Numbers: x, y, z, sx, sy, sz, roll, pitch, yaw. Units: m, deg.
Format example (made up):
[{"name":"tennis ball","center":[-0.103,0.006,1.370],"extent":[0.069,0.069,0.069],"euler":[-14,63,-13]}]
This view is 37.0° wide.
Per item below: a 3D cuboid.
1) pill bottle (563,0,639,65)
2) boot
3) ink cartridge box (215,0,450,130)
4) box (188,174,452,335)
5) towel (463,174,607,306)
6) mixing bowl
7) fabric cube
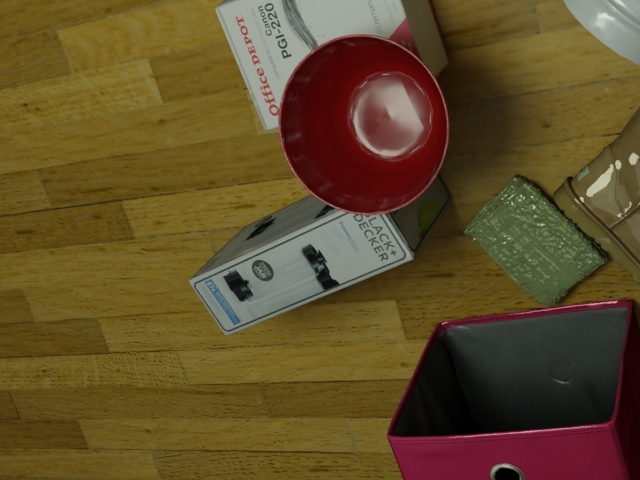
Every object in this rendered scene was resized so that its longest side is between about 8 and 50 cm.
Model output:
[{"name":"pill bottle","center":[0.359,-0.312,0.829],"extent":[0.181,0.181,0.323],"euler":[38,125,2]},{"name":"boot","center":[0.412,-0.068,0.993],"extent":[0.236,0.089,0.269],"euler":[38,121,-6]},{"name":"ink cartridge box","center":[0.013,-0.231,1.080],"extent":[0.218,0.092,0.158],"euler":[-11,111,30]},{"name":"box","center":[0.000,0.000,1.162],"extent":[0.290,0.169,0.087],"euler":[-25,104,31]},{"name":"towel","center":[0.255,0.002,1.135],"extent":[0.148,0.027,0.110],"euler":[42,124,0]},{"name":"mixing bowl","center":[0.059,-0.124,0.993],"extent":[0.181,0.098,0.181],"euler":[6,106,22]},{"name":"fabric cube","center":[0.259,0.253,1.126],"extent":[0.254,0.259,0.258],"euler":[-9,112,26]}]
